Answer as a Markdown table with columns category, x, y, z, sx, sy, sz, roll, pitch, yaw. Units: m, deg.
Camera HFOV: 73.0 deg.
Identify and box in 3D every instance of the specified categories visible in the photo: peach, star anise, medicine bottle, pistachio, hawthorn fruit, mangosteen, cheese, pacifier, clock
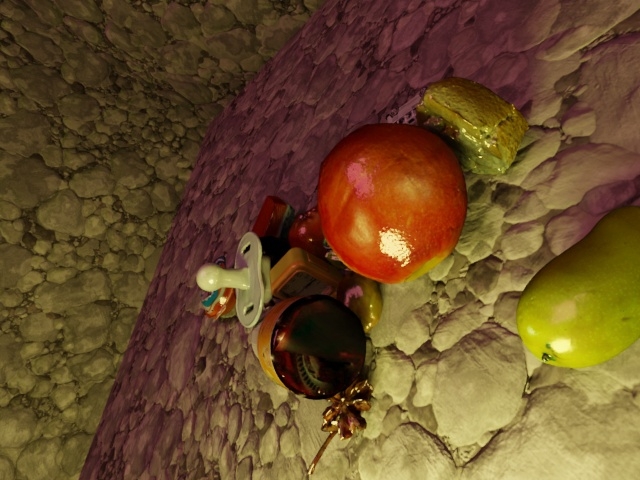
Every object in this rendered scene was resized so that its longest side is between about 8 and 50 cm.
| category | x | y | z | sx | sy | sz | roll | pitch | yaw |
| --- | --- | --- | --- | --- | --- | --- | --- | --- | --- |
| peach | 0.158 | -0.092 | 0.999 | 0.372 | 0.289 | 0.373 | 21 | 118 | 44 |
| star anise | 0.042 | 0.410 | 1.020 | 0.234 | 0.073 | 0.177 | -43 | 22 | 11 |
| medicine bottle | -0.051 | 0.267 | 1.120 | 0.395 | 0.242 | 0.243 | 146 | 145 | -69 |
| pistachio | 0.104 | 0.144 | 1.124 | 0.110 | 0.100 | 0.190 | -42 | 34 | 35 |
| hawthorn fruit | 0.000 | 0.000 | 1.332 | 0.179 | 0.201 | 0.179 | -33 | 12 | 8 |
| mangosteen | -0.173 | 0.109 | 1.479 | 0.211 | 0.211 | 0.250 | 8 | 90 | 57 |
| cheese | -0.430 | 0.200 | 1.837 | 0.217 | 0.129 | 0.329 | -47 | 33 | 21 |
| pacifier | -0.259 | 0.112 | 1.280 | 0.238 | 0.225 | 0.288 | -27 | 60 | 52 |
| clock | -0.035 | 0.122 | 1.247 | 0.143 | 0.202 | 0.096 | -45 | 33 | 25 |

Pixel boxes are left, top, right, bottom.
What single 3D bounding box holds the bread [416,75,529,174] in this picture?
| category | x | y | z | sx | sy | sz | roll | pitch | yaw |
| --- | --- | --- | --- | --- | --- | --- | --- | --- | --- |
| bread | 0.328 | -0.256 | 0.987 | 0.124 | 0.257 | 0.186 | -61 | 9 | -16 |

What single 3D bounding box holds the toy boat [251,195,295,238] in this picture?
| category | x | y | z | sx | sy | sz | roll | pitch | yaw |
| --- | --- | --- | --- | --- | --- | --- | --- | --- | --- |
| toy boat | -0.191 | -0.001 | 1.666 | 0.145 | 0.133 | 0.332 | 42 | 112 | 54 |

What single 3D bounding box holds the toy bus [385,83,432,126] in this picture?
| category | x | y | z | sx | sy | sz | roll | pitch | yaw |
| --- | --- | --- | --- | --- | --- | --- | --- | --- | --- |
| toy bus | 0.291 | -0.377 | 1.291 | 0.193 | 0.087 | 0.089 | -28 | 51 | 42 |

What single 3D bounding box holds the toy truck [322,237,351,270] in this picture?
| category | x | y | z | sx | sy | sz | roll | pitch | yaw |
| --- | --- | --- | --- | --- | --- | --- | --- | --- | --- |
| toy truck | 0.114 | -0.042 | 1.231 | 0.135 | 0.128 | 0.260 | 7 | 67 | 29 |

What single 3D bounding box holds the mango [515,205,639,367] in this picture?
| category | x | y | z | sx | sy | sz | roll | pitch | yaw |
| --- | --- | --- | --- | --- | --- | --- | --- | --- | --- |
| mango | 0.432 | 0.071 | 0.673 | 0.293 | 0.143 | 0.175 | -50 | 25 | -1 |

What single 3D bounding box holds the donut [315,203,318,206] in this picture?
| category | x | y | z | sx | sy | sz | roll | pitch | yaw |
| --- | --- | --- | --- | --- | --- | --- | --- | --- | --- |
| donut | 0.004 | -0.098 | 1.460 | 0.152 | 0.058 | 0.152 | -163 | 90 | -89 |
